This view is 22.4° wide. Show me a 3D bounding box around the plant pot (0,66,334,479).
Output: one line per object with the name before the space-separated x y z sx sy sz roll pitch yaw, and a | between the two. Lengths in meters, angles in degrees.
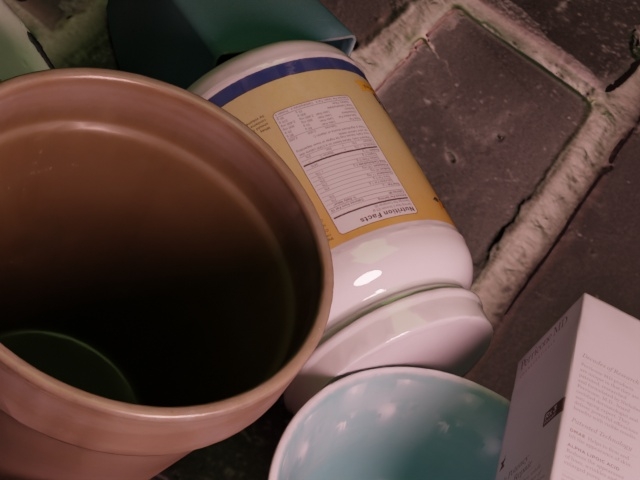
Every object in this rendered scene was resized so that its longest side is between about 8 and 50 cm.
plant pot | -0.188 0.071 1.289 0.323 0.280 0.323 14 49 -17

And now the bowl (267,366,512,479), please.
bowl | 0.075 0.277 1.337 0.311 0.163 0.312 14 48 -16

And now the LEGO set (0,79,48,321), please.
LEGO set | -0.253 -0.042 1.479 0.182 0.060 0.244 4 64 -25

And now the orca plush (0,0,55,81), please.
orca plush | -0.310 -0.191 1.570 0.287 0.151 0.102 25 10 -15

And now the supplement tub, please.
supplement tub | 0.000 0.000 1.482 0.228 0.228 0.316 -11 59 -34

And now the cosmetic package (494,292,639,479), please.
cosmetic package | 0.202 0.168 1.302 0.085 0.117 0.231 26 45 -9

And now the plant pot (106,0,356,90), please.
plant pot | -0.111 -0.209 1.649 0.165 0.165 0.234 -12 52 -34
